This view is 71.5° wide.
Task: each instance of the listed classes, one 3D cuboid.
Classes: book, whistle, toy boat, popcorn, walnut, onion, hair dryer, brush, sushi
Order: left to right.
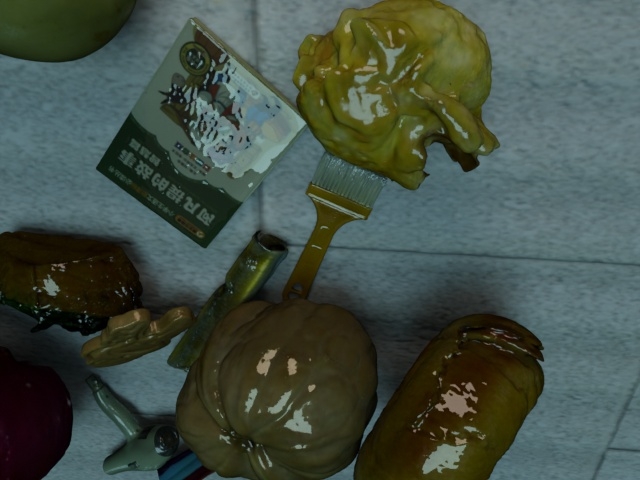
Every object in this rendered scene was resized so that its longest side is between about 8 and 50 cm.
[{"bbox_3d":[-0.618,0.252,0.709,0.397,0.398,0.421,2,92,4],"label":"onion"},{"bbox_3d":[-0.416,0.072,0.694,0.286,0.149,0.140,5,120,-4],"label":"sushi"},{"bbox_3d":[-0.412,0.403,0.908,0.224,0.088,0.219,36,118,2],"label":"hair dryer"},{"bbox_3d":[-0.173,-0.138,0.639,0.202,0.027,0.264,39,113,-14],"label":"book"},{"bbox_3d":[-0.201,0.421,0.875,0.392,0.136,0.080,-37,75,23],"label":"toy boat"},{"bbox_3d":[-0.162,0.118,0.747,0.067,0.057,0.326,32,115,-11],"label":"whistle"},{"bbox_3d":[-0.051,0.220,0.673,0.296,0.285,0.285,-31,110,29],"label":"walnut"},{"bbox_3d":[0.000,0.000,0.701,0.103,0.013,0.272,22,116,-6],"label":"brush"},{"bbox_3d":[0.094,-0.175,0.519,0.253,0.191,0.190,30,81,-12],"label":"popcorn"}]

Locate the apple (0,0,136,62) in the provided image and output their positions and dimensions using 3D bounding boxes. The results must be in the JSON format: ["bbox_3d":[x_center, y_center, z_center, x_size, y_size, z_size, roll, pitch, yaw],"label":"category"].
[{"bbox_3d":[-0.315,-0.319,0.442,0.262,0.262,0.263,2,116,4],"label":"apple"}]

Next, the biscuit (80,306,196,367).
[{"bbox_3d":[-0.317,0.170,0.749,0.143,0.040,0.236,12,141,-42],"label":"biscuit"}]

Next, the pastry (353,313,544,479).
[{"bbox_3d":[0.187,0.263,0.646,0.163,0.356,0.356,34,118,22],"label":"pastry"}]
